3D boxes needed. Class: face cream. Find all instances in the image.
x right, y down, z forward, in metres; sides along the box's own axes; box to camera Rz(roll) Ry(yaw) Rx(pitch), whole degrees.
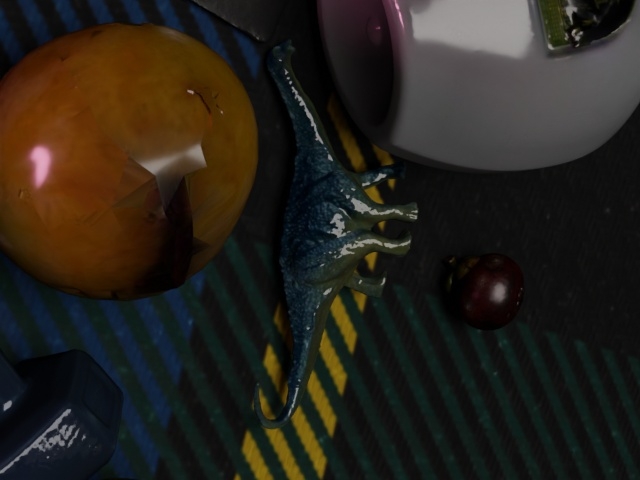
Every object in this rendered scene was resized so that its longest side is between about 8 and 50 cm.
[{"bbox_3d":[0.188,-0.224,1.520,0.357,0.219,0.312,-14,93,-25],"label":"face cream"}]

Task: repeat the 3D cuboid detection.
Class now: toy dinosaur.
[{"bbox_3d":[0.011,-0.003,1.515,0.147,0.076,0.362,4,90,-14],"label":"toy dinosaur"}]

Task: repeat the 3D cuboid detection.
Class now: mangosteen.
[{"bbox_3d":[0.165,0.052,1.621,0.081,0.081,0.081,-2,94,-33],"label":"mangosteen"}]

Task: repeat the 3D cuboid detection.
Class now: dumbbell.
[{"bbox_3d":[-0.300,0.074,1.265,0.160,0.144,0.325,-43,114,-13],"label":"dumbbell"}]

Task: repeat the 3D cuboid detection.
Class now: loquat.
[{"bbox_3d":[-0.164,-0.062,1.302,0.235,0.235,0.235,-2,94,-33],"label":"loquat"}]

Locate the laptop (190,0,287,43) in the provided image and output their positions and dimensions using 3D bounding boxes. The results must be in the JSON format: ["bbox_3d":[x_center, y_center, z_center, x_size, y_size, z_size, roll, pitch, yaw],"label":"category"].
[{"bbox_3d":[-0.100,-0.278,1.459,0.197,0.016,0.135,29,78,-30],"label":"laptop"}]

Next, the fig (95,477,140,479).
[{"bbox_3d":[-0.168,0.317,1.336,0.207,0.207,0.230,11,93,-33],"label":"fig"}]
